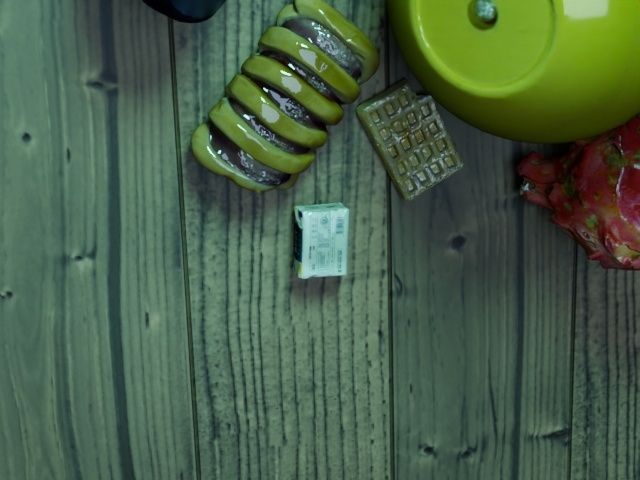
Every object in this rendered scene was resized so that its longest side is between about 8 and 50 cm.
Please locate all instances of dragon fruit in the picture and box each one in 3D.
[{"bbox_3d":[0.368,-0.059,1.640,0.268,0.210,0.205,4,84,19],"label":"dragon fruit"}]

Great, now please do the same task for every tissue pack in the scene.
[{"bbox_3d":[0.000,0.000,1.617,0.062,0.042,0.083,-5,108,-19],"label":"tissue pack"}]

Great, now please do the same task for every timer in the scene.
[{"bbox_3d":[0.258,-0.288,1.478,0.387,0.376,0.376,-38,124,-51],"label":"timer"}]

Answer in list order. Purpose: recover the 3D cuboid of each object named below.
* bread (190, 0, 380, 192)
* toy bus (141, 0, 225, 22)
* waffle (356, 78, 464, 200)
[{"bbox_3d":[-0.035,-0.154,1.535,0.134,0.081,0.225,32,94,-26],"label":"bread"},{"bbox_3d":[-0.119,-0.376,1.388,0.127,0.147,0.302,19,98,-51],"label":"toy bus"},{"bbox_3d":[0.107,-0.121,1.627,0.092,0.021,0.135,-30,115,-6],"label":"waffle"}]
